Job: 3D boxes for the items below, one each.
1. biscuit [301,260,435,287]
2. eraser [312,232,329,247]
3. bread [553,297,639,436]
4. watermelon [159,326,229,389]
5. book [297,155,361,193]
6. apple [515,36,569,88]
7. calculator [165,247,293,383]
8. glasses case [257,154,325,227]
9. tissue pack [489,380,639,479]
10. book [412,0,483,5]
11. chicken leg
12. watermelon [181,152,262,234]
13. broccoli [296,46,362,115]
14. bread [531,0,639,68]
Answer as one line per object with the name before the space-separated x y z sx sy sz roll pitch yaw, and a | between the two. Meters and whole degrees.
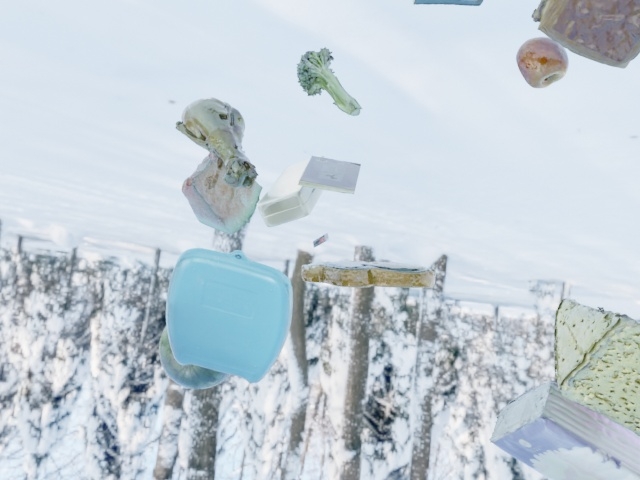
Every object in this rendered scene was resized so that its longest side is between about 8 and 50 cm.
biscuit | 0.108 0.080 1.381 0.343 0.057 0.287 1 179 27
eraser | 0.000 0.000 2.257 0.019 0.027 0.099 10 149 -45
bread | 0.616 0.191 1.088 0.248 0.315 0.279 24 135 3
watermelon | -0.336 0.299 1.571 0.242 0.242 0.242 6 173 1
book | 0.025 -0.153 1.273 0.127 0.014 0.182 10 -152 4
apple | 0.836 -0.676 2.084 0.195 0.173 0.160 -1 149 -40
calculator | -0.190 0.161 1.125 0.256 0.054 0.386 15 130 -2
glasses case | -0.064 -0.141 1.513 0.131 0.070 0.313 -16 -158 20
tissue pack | 0.595 0.477 1.247 0.343 0.125 0.242 31 145 6
book | 0.468 -0.893 1.776 0.260 0.043 0.371 -3 163 -10
chicken leg | -0.299 -0.294 1.681 0.201 0.429 0.153 -13 139 -26
watermelon | -0.386 -0.196 2.098 0.151 0.264 0.302 -2 140 39
broccoli | 0.022 -0.369 1.326 0.118 0.204 0.122 -29 155 -22
bread | 0.807 -0.681 1.582 0.324 0.167 0.277 32 141 9
